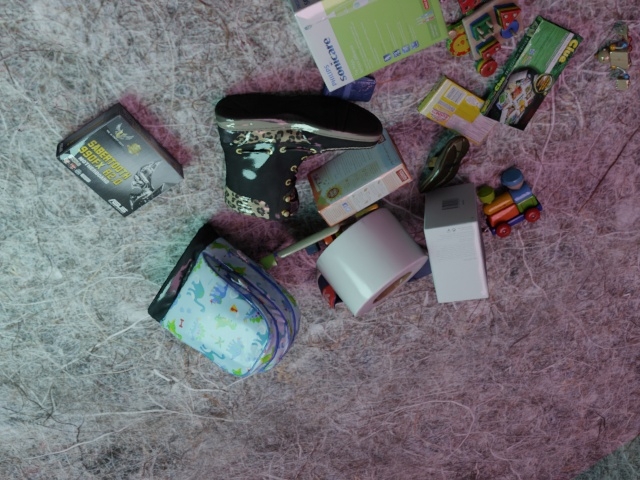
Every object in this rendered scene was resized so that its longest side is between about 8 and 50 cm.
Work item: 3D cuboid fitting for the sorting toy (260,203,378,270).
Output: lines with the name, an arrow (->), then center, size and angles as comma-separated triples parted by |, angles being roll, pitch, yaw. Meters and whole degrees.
sorting toy -> 0.000, 0.000, 1.964 | 0.347, 0.196, 0.047 | -26, 90, 17

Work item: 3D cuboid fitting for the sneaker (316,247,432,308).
sneaker -> 0.169, 0.121, 2.152 | 0.349, 0.148, 0.131 | -11, 133, -7

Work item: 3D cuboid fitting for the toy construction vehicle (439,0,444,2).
toy construction vehicle -> 0.270, -0.555, 1.608 | 0.098, 0.086, 0.035 | -39, 124, 20

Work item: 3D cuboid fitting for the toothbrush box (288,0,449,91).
toothbrush box -> 0.099, -0.475, 1.605 | 0.283, 0.122, 0.206 | -25, 134, 6

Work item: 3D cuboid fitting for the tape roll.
tape roll -> 0.132, 0.057, 1.973 | 0.246, 0.169, 0.246 | -36, 166, -10

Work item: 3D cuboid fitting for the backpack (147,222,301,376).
backpack -> -0.225, 0.177, 1.921 | 0.355, 0.273, 0.290 | 34, 105, -8

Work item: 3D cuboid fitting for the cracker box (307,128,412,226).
cracker box -> 0.092, -0.154, 1.872 | 0.232, 0.156, 0.067 | -30, 131, 12

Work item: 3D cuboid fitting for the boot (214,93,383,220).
boot -> -0.058, -0.187, 1.797 | 0.377, 0.138, 0.284 | 2, 132, -5

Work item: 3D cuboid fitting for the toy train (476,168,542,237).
toy train -> 0.462, -0.084, 2.090 | 0.248, 0.105, 0.143 | -28, 123, 10

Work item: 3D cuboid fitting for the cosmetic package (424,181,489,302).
cosmetic package -> 0.352, 0.005, 1.995 | 0.138, 0.224, 0.225 | -9, 117, 14

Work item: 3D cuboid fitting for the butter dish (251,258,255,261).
butter dish -> -0.229, 0.151, 2.085 | 0.159, 0.118, 0.160 | -16, 134, -1

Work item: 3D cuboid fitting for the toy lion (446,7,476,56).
toy lion -> 0.328, -0.467, 1.745 | 0.100, 0.034, 0.096 | -35, 138, 15

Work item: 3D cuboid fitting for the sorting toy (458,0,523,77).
sorting toy -> 0.392, -0.478, 1.707 | 0.132, 0.046, 0.274 | -33, 145, 3

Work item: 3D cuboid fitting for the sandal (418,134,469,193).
sandal -> 0.307, -0.199, 1.954 | 0.090, 0.060, 0.219 | -15, 151, -23

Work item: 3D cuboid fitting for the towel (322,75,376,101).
towel -> 0.066, -0.352, 1.772 | 0.119, 0.029, 0.067 | 3, 131, -19

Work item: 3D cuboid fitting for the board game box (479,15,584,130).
board game box -> 0.504, -0.395, 1.843 | 0.136, 0.030, 0.260 | 16, 119, -25

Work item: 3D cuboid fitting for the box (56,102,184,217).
box -> -0.455, -0.178, 1.761 | 0.183, 0.056, 0.231 | -30, 133, 12

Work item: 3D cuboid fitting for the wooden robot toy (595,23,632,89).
wooden robot toy -> 0.711, -0.447, 1.865 | 0.079, 0.076, 0.173 | 5, 141, 28

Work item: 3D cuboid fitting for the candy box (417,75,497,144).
candy box -> 0.347, -0.317, 1.886 | 0.205, 0.027, 0.105 | 22, 122, -31
